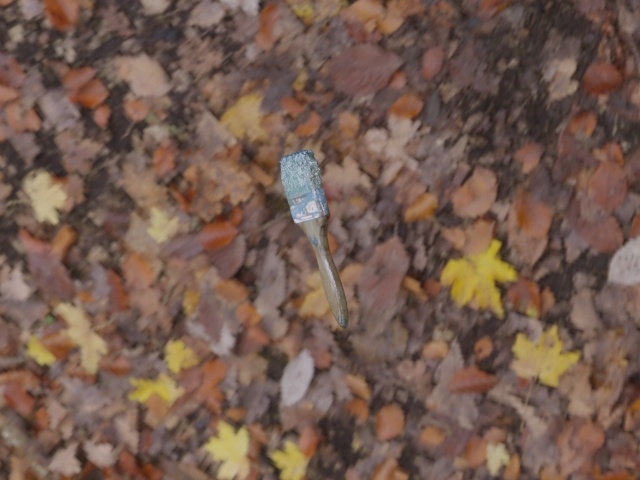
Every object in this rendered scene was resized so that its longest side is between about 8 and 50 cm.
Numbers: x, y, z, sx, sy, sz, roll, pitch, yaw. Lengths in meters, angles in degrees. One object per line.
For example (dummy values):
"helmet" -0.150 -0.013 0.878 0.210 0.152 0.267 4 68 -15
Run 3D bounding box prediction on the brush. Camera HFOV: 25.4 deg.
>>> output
"brush" 0.000 0.000 1.514 0.070 0.021 0.196 -12 96 58
